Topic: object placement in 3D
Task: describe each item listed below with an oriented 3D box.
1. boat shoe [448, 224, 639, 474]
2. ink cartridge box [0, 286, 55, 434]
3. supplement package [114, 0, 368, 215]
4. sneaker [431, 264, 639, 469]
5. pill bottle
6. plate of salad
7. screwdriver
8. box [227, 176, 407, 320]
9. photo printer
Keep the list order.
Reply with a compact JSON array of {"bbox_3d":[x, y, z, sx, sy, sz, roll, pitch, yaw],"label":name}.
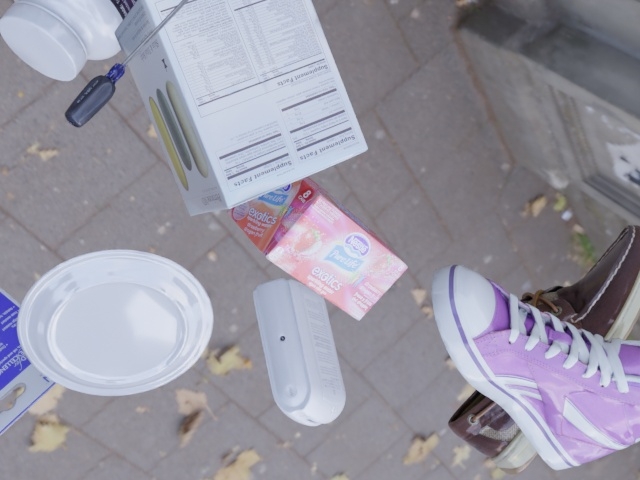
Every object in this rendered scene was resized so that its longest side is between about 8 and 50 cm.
[{"bbox_3d":[0.274,0.114,1.137,0.342,0.123,0.123,-58,176,15],"label":"boat shoe"},{"bbox_3d":[-0.424,0.156,1.132,0.206,0.208,0.045,-44,158,-31],"label":"ink cartridge box"},{"bbox_3d":[-0.105,-0.191,1.199,0.198,0.199,0.263,-24,97,-20],"label":"supplement package"},{"bbox_3d":[0.230,0.100,0.892,0.161,0.102,0.282,-25,126,31],"label":"sneaker"},{"bbox_3d":[-0.319,-0.391,1.377,0.323,0.181,0.181,-61,142,-24],"label":"pill bottle"},{"bbox_3d":[-0.212,0.084,0.994,0.199,0.048,0.200,-7,127,-9],"label":"plate of salad"},{"bbox_3d":[-0.170,-0.166,0.856,0.024,0.025,0.170,49,63,-31],"label":"screwdriver"},{"bbox_3d":[0.000,0.000,1.693,0.142,0.154,0.300,-48,136,5],"label":"box"},{"bbox_3d":[-0.039,0.253,2.095,0.107,0.308,0.256,-18,163,15],"label":"photo printer"}]
